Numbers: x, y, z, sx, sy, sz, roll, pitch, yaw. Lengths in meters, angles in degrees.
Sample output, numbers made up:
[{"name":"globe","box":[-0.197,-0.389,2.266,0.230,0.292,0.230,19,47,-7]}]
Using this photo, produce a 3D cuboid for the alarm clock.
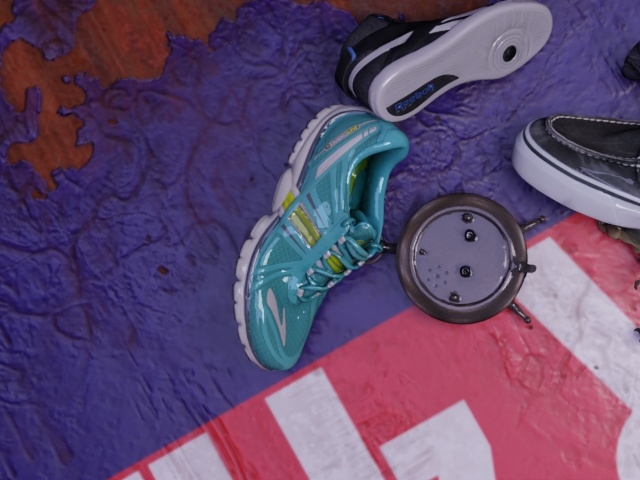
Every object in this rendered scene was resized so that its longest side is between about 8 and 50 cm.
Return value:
[{"name":"alarm clock","box":[0.119,0.015,1.821,0.192,0.064,0.129,7,88,9]}]

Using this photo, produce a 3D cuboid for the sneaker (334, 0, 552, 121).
[{"name":"sneaker","box":[0.111,-0.201,1.823,0.217,0.079,0.121,-26,40,-22]}]

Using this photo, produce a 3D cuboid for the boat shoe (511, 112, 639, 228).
[{"name":"boat shoe","box":[0.351,-0.075,1.747,0.335,0.121,0.119,15,127,9]}]

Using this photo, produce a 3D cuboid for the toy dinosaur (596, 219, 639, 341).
[{"name":"toy dinosaur","box":[0.372,0.052,1.779,0.268,0.064,0.118,22,116,19]}]

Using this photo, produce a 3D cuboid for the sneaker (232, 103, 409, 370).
[{"name":"sneaker","box":[0.000,0.000,1.792,0.110,0.107,0.275,21,90,37]}]

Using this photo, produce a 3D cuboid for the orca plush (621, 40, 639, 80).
[{"name":"orca plush","box":[0.431,-0.119,1.801,0.287,0.102,0.151,25,135,14]}]
